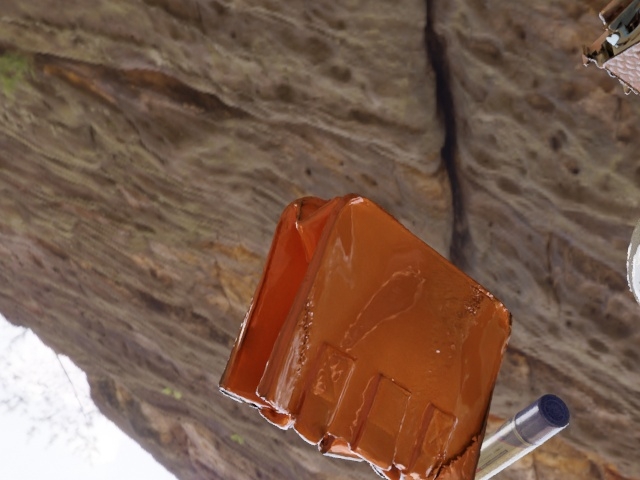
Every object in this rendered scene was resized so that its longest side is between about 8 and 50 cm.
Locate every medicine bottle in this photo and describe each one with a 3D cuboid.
[{"bbox_3d":[0.306,0.319,1.304,0.059,0.231,0.059,14,-130,-17],"label":"medicine bottle"}]

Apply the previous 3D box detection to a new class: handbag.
[{"bbox_3d":[0.081,0.145,1.067,0.116,0.410,0.303,-2,-119,47],"label":"handbag"}]

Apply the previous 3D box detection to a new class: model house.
[{"bbox_3d":[0.561,-0.347,1.282,0.169,0.326,0.244,34,-144,-14],"label":"model house"}]

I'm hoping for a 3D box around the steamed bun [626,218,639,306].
[{"bbox_3d":[0.627,0.039,1.258,0.283,0.282,0.177,-17,-150,-9],"label":"steamed bun"}]
